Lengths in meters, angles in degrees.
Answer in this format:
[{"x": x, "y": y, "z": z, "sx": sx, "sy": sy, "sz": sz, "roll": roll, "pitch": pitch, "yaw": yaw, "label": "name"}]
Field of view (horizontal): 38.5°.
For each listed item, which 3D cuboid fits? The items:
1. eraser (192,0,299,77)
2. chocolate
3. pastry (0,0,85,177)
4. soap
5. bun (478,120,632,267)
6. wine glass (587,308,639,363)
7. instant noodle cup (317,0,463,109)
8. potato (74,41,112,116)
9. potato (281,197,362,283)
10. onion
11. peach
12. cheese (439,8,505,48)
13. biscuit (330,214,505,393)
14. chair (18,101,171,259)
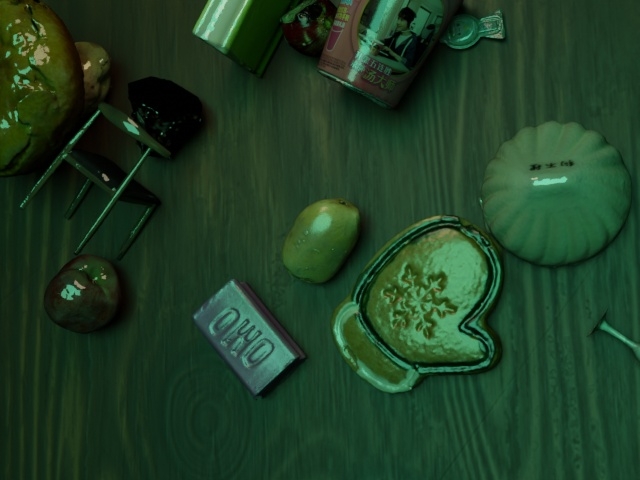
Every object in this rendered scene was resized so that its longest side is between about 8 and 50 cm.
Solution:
[{"x": -0.113, "y": -0.461, "z": 1.731, "sx": 0.092, "sy": 0.210, "sz": 0.274, "roll": 27, "pitch": 93, "yaw": 17, "label": "eraser"}, {"x": -0.320, "y": -0.226, "z": 1.808, "sx": 0.156, "sy": 0.156, "sz": 0.133, "roll": 34, "pitch": 121, "yaw": 18, "label": "chocolate"}, {"x": -0.601, "y": -0.294, "z": 1.756, "sx": 0.356, "sy": 0.164, "sz": 0.355, "roll": 0, "pitch": 91, "yaw": 30, "label": "pastry"}, {"x": -0.135, "y": 0.183, "z": 1.714, "sx": 0.122, "sy": 0.065, "sz": 0.203, "roll": -44, "pitch": 74, "yaw": 6, "label": "soap"}, {"x": 0.394, "y": -0.089, "z": 1.547, "sx": 0.263, "sy": 0.175, "sz": 0.263, "roll": -2, "pitch": 81, "yaw": 14, "label": "bun"}, {"x": 0.543, "y": 0.194, "z": 1.520, "sx": 0.198, "sy": 0.066, "sz": 0.066, "roll": 36, "pitch": 93, "yaw": 17, "label": "wine glass"}, {"x": 0.116, "y": -0.383, "z": 1.655, "sx": 0.244, "sy": 0.244, "sz": 0.255, "roll": 30, "pitch": 99, "yaw": 18, "label": "instant noodle cup"}, {"x": -0.520, "y": -0.312, "z": 1.876, "sx": 0.235, "sy": 0.128, "sz": 0.161, "roll": -41, "pitch": 57, "yaw": 11, "label": "potato"}, {"x": 0.000, "y": 0.000, "z": 1.681, "sx": 0.178, "sy": 0.118, "sz": 0.109, "roll": -57, "pitch": 36, "yaw": 16, "label": "potato"}, {"x": -0.013, "y": -0.405, "z": 1.747, "sx": 0.117, "sy": 0.118, "sz": 0.118, "roll": -38, "pitch": 73, "yaw": -8, "label": "onion"}, {"x": -0.472, "y": 0.108, "z": 1.789, "sx": 0.152, "sy": 0.152, "sz": 0.152, "roll": -2, "pitch": 81, "yaw": 16, "label": "peach"}, {"x": 0.279, "y": -0.391, "z": 1.700, "sx": 0.121, "sy": 0.026, "sz": 0.067, "roll": -8, "pitch": 80, "yaw": 14, "label": "cheese"}, {"x": 0.192, "y": 0.129, "z": 1.618, "sx": 0.343, "sy": 0.057, "sz": 0.287, "roll": -47, "pitch": 73, "yaw": 11, "label": "biscuit"}, {"x": -0.413, "y": -0.118, "z": 1.787, "sx": 0.188, "sy": 0.166, "sz": 0.272, "roll": 37, "pitch": 98, "yaw": 18, "label": "chair"}]
